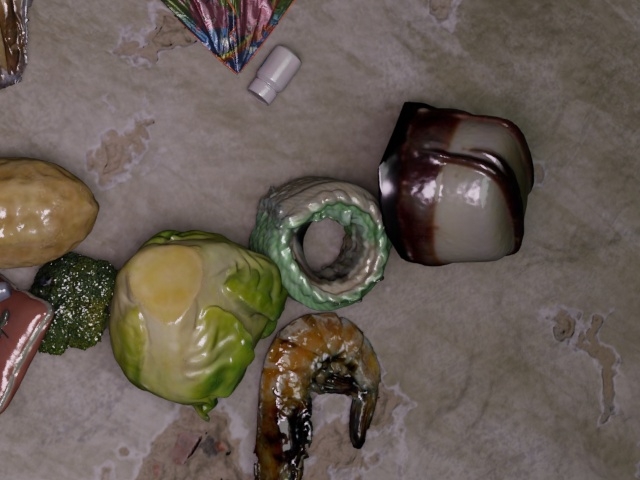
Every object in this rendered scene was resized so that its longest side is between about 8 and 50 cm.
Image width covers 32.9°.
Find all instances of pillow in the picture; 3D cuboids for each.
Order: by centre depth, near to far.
[{"bbox_3d":[-0.469,0.146,1.556,0.075,0.171,0.179,32,82,-46],"label":"pillow"}]

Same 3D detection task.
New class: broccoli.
[{"bbox_3d":[-0.372,0.096,1.614,0.162,0.146,0.138,-63,144,-18],"label":"broccoli"}]

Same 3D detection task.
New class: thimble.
[{"bbox_3d":[0.000,0.000,1.729,0.219,0.150,0.219,-3,99,-21],"label":"thimble"}]

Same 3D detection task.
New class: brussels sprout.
[{"bbox_3d":[-0.180,0.116,1.608,0.259,0.227,0.294,-65,156,-18],"label":"brussels sprout"}]

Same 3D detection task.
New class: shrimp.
[{"bbox_3d":[0.001,0.302,1.817,0.233,0.071,0.365,2,91,-27],"label":"shrimp"}]

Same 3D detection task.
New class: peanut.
[{"bbox_3d":[-0.502,-0.039,1.506,0.387,0.192,0.169,-5,83,-20],"label":"peanut"}]

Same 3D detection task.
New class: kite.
[{"bbox_3d":[-0.133,-0.372,1.701,0.321,0.016,0.234,-9,99,-20],"label":"kite"}]

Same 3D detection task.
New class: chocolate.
[{"bbox_3d":[0.237,-0.091,1.730,0.283,0.186,0.283,0,90,-58],"label":"chocolate"}]

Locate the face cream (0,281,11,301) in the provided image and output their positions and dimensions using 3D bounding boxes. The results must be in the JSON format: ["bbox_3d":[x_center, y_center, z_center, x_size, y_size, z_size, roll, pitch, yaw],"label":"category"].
[{"bbox_3d":[-0.578,0.110,1.500,0.311,0.092,0.092,-16,103,1],"label":"face cream"}]

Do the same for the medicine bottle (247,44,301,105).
[{"bbox_3d":[-0.073,-0.262,1.719,0.052,0.052,0.089,38,83,-21],"label":"medicine bottle"}]

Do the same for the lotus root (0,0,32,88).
[{"bbox_3d":[-0.505,-0.367,1.526,0.167,0.078,0.329,-21,108,-32],"label":"lotus root"}]
